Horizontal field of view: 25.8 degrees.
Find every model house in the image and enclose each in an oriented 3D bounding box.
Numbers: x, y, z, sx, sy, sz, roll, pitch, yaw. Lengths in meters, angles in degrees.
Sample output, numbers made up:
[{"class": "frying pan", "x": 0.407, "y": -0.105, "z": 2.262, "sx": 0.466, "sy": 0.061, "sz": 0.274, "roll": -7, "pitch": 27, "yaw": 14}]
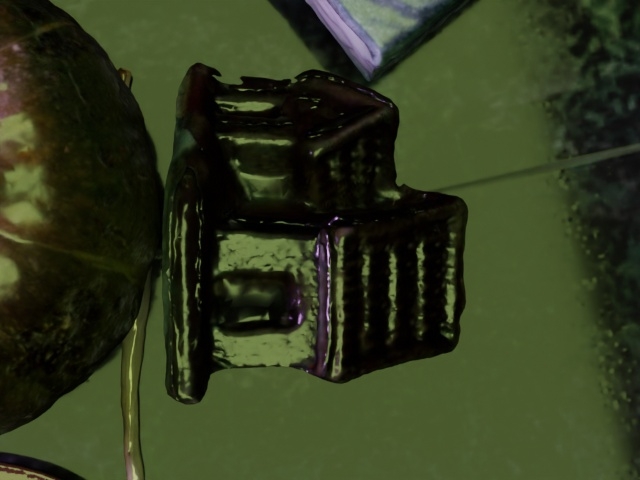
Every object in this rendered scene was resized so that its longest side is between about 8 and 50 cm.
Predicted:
[{"class": "model house", "x": 0.000, "y": -0.007, "z": 0.701, "sx": 0.152, "sy": 0.106, "sz": 0.165, "roll": 1, "pitch": 93, "yaw": -3}]

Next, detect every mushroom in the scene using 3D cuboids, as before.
[{"class": "mushroom", "x": -0.096, "y": 0.051, "z": 0.737, "sx": 0.028, "sy": 0.026, "sz": 0.286, "roll": -6, "pitch": 87, "yaw": -20}]

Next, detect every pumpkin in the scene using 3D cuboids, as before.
[{"class": "pumpkin", "x": -0.199, "y": -0.023, "z": 0.646, "sx": 0.260, "sy": 0.189, "sz": 0.260, "roll": 0, "pitch": 89, "yaw": -6}]

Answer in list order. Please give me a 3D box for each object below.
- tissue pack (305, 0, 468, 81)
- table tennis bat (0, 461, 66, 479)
[{"class": "tissue pack", "x": 0.069, "y": -0.234, "z": 0.726, "sx": 0.257, "sy": 0.081, "sz": 0.185, "roll": -39, "pitch": 92, "yaw": -3}, {"class": "table tennis bat", "x": -0.201, "y": 0.172, "z": 0.724, "sx": 0.220, "sy": 0.019, "sz": 0.130, "roll": 14, "pitch": 91, "yaw": -4}]
